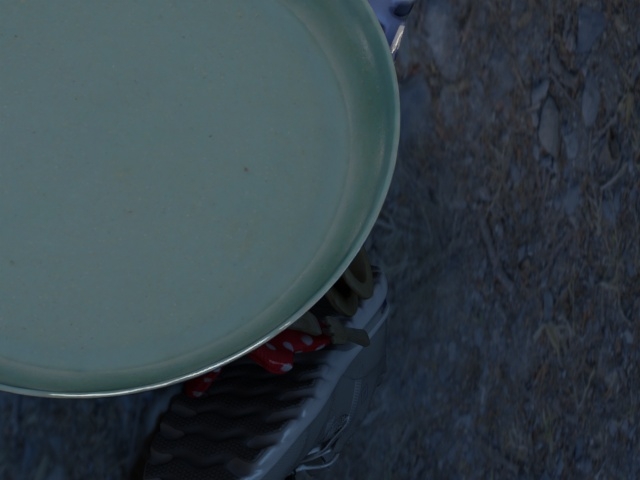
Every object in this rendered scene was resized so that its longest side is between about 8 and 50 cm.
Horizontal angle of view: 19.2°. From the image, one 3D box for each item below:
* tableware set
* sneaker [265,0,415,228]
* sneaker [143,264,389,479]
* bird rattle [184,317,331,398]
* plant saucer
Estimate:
[{"bbox_3d":[0.000,0.000,1.235,0.128,0.039,0.194,71,15,13],"label":"tableware set"},{"bbox_3d":[-0.046,-0.111,1.137,0.127,0.182,0.315,115,-9,-52],"label":"sneaker"},{"bbox_3d":[-0.017,0.130,1.323,0.281,0.105,0.115,-45,129,-45],"label":"sneaker"},{"bbox_3d":[-0.080,-0.016,1.204,0.253,0.143,0.207,15,65,-59],"label":"bird rattle"},{"bbox_3d":[-0.116,-0.056,1.007,0.044,0.317,0.318,85,24,-63],"label":"plant saucer"}]
